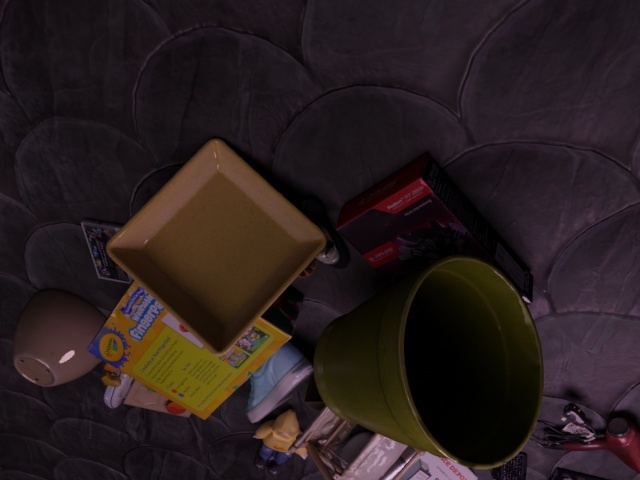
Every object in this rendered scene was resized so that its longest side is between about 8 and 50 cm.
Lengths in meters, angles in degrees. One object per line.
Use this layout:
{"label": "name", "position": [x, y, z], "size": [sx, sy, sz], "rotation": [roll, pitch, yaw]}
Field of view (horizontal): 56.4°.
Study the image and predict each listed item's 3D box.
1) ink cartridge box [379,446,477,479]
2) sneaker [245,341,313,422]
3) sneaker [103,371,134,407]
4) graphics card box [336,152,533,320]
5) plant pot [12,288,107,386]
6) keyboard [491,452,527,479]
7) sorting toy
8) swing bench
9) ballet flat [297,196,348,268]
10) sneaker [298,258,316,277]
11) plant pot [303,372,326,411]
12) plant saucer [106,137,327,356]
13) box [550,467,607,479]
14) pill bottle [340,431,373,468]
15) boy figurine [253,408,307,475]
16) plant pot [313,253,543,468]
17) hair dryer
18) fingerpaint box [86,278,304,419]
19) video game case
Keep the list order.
{"label": "ink cartridge box", "position": [0.242, 0.638, 1.613], "size": [0.289, 0.121, 0.211], "rotation": [-42, 111, 4]}
{"label": "sneaker", "position": [-0.137, 0.374, 1.640], "size": [0.150, 0.135, 0.366], "rotation": [52, 136, 14]}
{"label": "sneaker", "position": [-0.605, 0.452, 1.852], "size": [0.091, 0.094, 0.258], "rotation": [27, 131, 0]}
{"label": "graphics card box", "position": [0.238, 0.026, 1.237], "size": [0.233, 0.094, 0.371], "rotation": [-31, 114, 36]}
{"label": "plant pot", "position": [-0.773, 0.308, 1.733], "size": [0.284, 0.191, 0.284], "rotation": [9, 128, 12]}
{"label": "keyboard", "position": [0.527, 0.663, 1.679], "size": [0.100, 0.038, 0.192], "rotation": [1, 126, 18]}
{"label": "sorting toy", "position": [-0.505, 0.446, 1.781], "size": [0.307, 0.041, 0.229], "rotation": [19, 128, -21]}
{"label": "swing bench", "position": [0.105, 0.495, 1.467], "size": [0.254, 0.165, 0.253], "rotation": [43, 102, 22]}
{"label": "ballet flat", "position": [0.000, 0.000, 1.312], "size": [0.074, 0.074, 0.203], "rotation": [-11, 123, 26]}
{"label": "sneaker", "position": [-0.108, 0.015, 1.352], "size": [0.221, 0.087, 0.083], "rotation": [36, 86, 8]}
{"label": "plant pot", "position": [0.030, 0.409, 1.606], "size": [0.109, 0.109, 0.096], "rotation": [-6, 136, 22]}
{"label": "plant saucer", "position": [-0.212, 0.012, 1.252], "size": [0.333, 0.333, 0.081], "rotation": [42, 172, 4]}
{"label": "box", "position": [0.693, 0.768, 1.637], "size": [0.163, 0.142, 0.247], "rotation": [11, 129, 10]}
{"label": "pill bottle", "position": [0.180, 0.684, 1.751], "size": [0.130, 0.130, 0.246], "rotation": [-28, 115, 33]}
{"label": "boy figurine", "position": [-0.116, 0.615, 1.822], "size": [0.177, 0.092, 0.285], "rotation": [26, 134, 1]}
{"label": "plant pot", "position": [0.175, 0.239, 1.176], "size": [0.366, 0.366, 0.353], "rotation": [45, 146, -18]}
{"label": "hair dryer", "position": [0.691, 0.493, 1.487], "size": [0.293, 0.080, 0.224], "rotation": [27, 146, 4]}
{"label": "fingerpaint box", "position": [-0.320, 0.207, 1.506], "size": [0.371, 0.163, 0.445], "rotation": [34, 126, -12]}
{"label": "video game case", "position": [-0.516, 0.036, 1.544], "size": [0.173, 0.022, 0.190], "rotation": [9, 130, 11]}
